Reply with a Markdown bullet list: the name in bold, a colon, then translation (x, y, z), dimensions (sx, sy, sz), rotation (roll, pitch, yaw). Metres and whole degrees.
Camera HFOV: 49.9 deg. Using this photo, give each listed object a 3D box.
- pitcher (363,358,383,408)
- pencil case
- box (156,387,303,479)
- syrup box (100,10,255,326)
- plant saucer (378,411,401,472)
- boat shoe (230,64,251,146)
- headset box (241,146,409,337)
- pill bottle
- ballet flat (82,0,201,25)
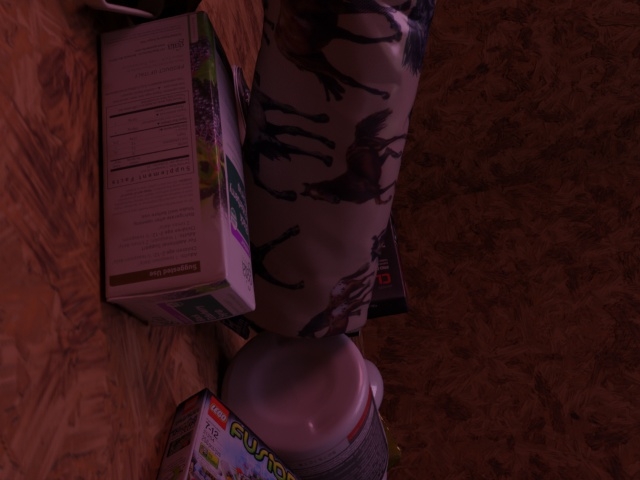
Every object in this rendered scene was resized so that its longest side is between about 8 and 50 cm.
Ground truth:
- **pitcher**: translation (0.079, 0.401, 1.642), dimensions (0.207, 0.125, 0.177), rotation (-75, 177, -52)
- **pencil case**: translation (-0.008, -0.099, 0.666), dimensions (0.160, 0.184, 0.410), rotation (-68, 170, -62)
- **box**: translation (-0.052, 0.234, 0.588), dimensions (0.207, 0.036, 0.114), rotation (50, 18, -22)
- **syrup box**: translation (-0.117, -0.057, 0.563), dimensions (0.093, 0.096, 0.236), rotation (66, 15, -69)
- **plant saucer**: translation (0.062, 0.374, 1.329), dimensions (0.188, 0.045, 0.188), rotation (59, -33, 26)
- **boat shoe**: translation (-0.114, -0.209, 1.091), dimensions (0.049, 0.040, 0.142), rotation (-73, 152, -77)
- **headset box**: translation (0.000, 0.000, 0.982), dimensions (0.110, 0.218, 0.293), rotation (60, 22, -70)
- **pill bottle**: translation (-0.004, 0.235, 0.827), dimensions (0.283, 0.161, 0.161), rotation (74, 9, -49)
- **ballet flat**: translation (-0.160, -0.240, 0.498), dimensions (0.342, 0.116, 0.124), rotation (53, 49, -82)
